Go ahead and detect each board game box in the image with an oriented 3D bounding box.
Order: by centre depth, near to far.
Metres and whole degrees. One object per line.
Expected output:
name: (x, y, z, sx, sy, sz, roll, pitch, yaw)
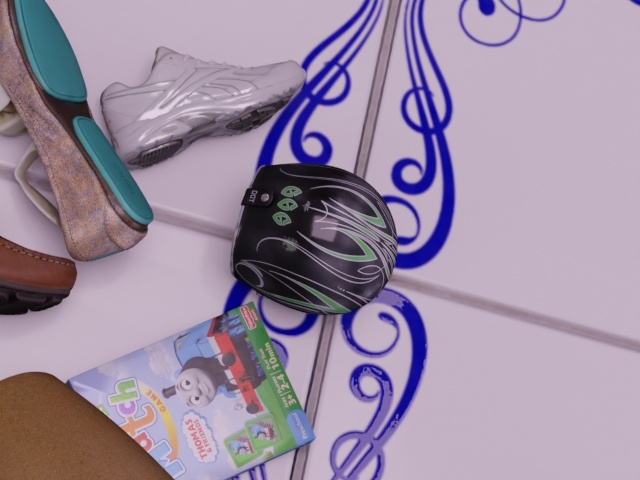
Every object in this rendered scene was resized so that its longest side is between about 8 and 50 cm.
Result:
board game box: (-0.132, 0.176, 1.811, 0.211, 0.039, 0.160, -23, 82, -19)

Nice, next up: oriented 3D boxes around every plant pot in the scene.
plant pot: (-0.245, 0.258, 1.669, 0.237, 0.237, 0.254, -25, 59, -20)

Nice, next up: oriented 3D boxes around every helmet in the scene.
helmet: (0.000, 0.000, 1.839, 0.161, 0.169, 0.169, 16, 70, 8)

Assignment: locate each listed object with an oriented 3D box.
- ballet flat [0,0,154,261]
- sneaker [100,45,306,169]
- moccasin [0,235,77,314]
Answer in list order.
ballet flat: (-0.283, -0.116, 1.814, 0.106, 0.107, 0.316, -34, 69, 18)
sneaker: (-0.128, -0.164, 1.883, 0.232, 0.090, 0.115, -20, 77, -20)
moccasin: (-0.417, -0.029, 1.734, 0.380, 0.139, 0.147, 20, 68, -14)
